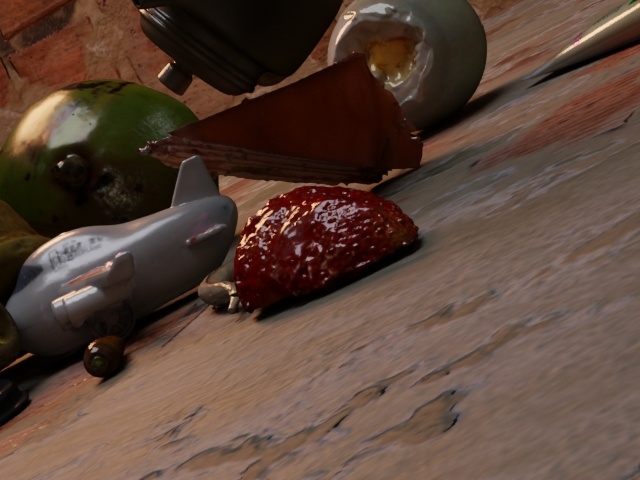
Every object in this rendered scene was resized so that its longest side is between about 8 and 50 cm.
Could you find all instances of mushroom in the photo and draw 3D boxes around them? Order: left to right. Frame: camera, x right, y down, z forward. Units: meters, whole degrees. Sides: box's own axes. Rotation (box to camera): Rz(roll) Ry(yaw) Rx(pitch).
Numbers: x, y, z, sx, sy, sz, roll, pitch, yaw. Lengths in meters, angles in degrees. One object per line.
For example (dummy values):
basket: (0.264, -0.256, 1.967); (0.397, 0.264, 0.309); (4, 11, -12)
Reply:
mushroom: (-0.070, 0.027, 1.542); (0.068, 0.043, 0.306); (-51, 1, 19)

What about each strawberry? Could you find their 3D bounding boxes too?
strawberry: (0.000, 0.000, 1.351); (0.187, 0.082, 0.146); (-11, 24, 49)

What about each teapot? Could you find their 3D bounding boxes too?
teapot: (-0.092, -0.217, 1.703); (0.175, 0.185, 0.268); (-52, -32, 7)

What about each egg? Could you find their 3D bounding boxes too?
egg: (0.108, -0.220, 2.048); (0.183, 0.183, 0.217); (-24, -3, 22)

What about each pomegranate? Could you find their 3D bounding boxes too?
pomegranate: (-0.236, -0.062, 1.986); (0.260, 0.260, 0.340); (-26, 4, 7)

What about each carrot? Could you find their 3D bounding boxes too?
carrot: (-0.182, 0.096, 1.472); (0.032, 0.032, 0.093); (-27, 3, 4)

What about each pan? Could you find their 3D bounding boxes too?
pan: (-0.340, 0.164, 1.571); (0.136, 0.028, 0.235); (-29, 7, -20)

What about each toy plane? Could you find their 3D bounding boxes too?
toy plane: (-0.191, 0.026, 1.662); (0.252, 0.118, 0.252); (-30, 6, 3)

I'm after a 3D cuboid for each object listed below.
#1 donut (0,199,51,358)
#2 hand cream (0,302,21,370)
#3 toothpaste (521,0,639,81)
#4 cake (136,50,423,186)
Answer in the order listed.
donut: (-0.367, 0.056, 1.760); (0.208, 0.128, 0.261); (-33, -17, -22)
hand cream: (-0.375, 0.130, 1.614); (0.203, 0.084, 0.084); (-37, 4, 20)
toothpaste: (0.339, -0.236, 1.849); (0.058, 0.056, 0.314); (16, -23, -31)
cake: (-0.043, -0.118, 1.725); (0.287, 0.135, 0.098); (-4, 1, -22)
